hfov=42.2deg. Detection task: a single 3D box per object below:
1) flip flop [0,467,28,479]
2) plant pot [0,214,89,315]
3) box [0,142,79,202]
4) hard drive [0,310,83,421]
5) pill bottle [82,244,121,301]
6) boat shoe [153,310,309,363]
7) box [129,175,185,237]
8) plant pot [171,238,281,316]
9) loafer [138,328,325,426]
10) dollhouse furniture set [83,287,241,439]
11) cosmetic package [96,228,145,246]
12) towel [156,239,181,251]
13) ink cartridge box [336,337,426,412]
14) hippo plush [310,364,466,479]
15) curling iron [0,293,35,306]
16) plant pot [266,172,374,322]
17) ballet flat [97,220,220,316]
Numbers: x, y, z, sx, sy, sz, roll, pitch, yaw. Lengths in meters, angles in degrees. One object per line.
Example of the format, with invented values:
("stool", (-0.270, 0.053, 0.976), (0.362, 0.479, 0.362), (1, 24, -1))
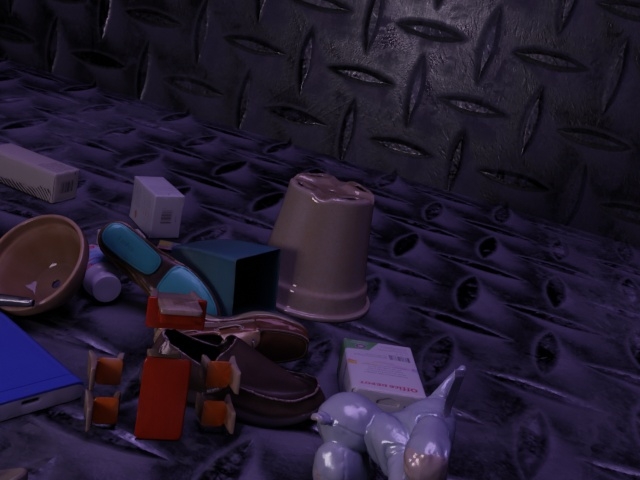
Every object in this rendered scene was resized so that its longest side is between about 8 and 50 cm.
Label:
("flip flop", (-0.564, 0.322, 1.192), (0.276, 0.080, 0.112), (10, 1, 0))
("plant pot", (-0.594, 0.071, 1.785), (0.237, 0.110, 0.238), (-8, 55, 11))
("box", (-0.861, -0.203, 2.464), (0.275, 0.094, 0.113), (20, 20, 21))
("hard drive", (-0.616, 0.222, 1.524), (0.318, 0.040, 0.210), (28, 24, 35))
("pill bottle", (-0.515, 0.078, 1.921), (0.087, 0.087, 0.160), (1, 22, -31))
("boat shoe", (-0.186, 0.222, 1.717), (0.323, 0.123, 0.120), (3, 26, -5))
("box", (-0.469, -0.097, 2.371), (0.091, 0.130, 0.170), (-1, 24, -33))
("plant pot", (-0.241, 0.082, 1.990), (0.234, 0.166, 0.165), (16, 18, 34))
("loafer", (-0.164, 0.256, 1.591), (0.365, 0.130, 0.134), (12, 19, -4))
("dollhouse furniture set", (-0.264, 0.222, 1.428), (0.261, 0.259, 0.135), (5, 11, -17))
("cosmetic package", (-0.530, -0.001, 2.199), (0.115, 0.041, 0.060), (-1, 24, -34))
("towel", (-0.406, 0.019, 2.274), (0.083, 0.010, 0.060), (12, 19, -6))
("ink cartridge box", (0.121, 0.298, 1.717), (0.154, 0.093, 0.212), (10, 18, -7))
("hippo plush", (0.096, 0.335, 1.360), (0.236, 0.295, 0.234), (9, -4, 13))
("curling iron", (-0.707, 0.111, 1.693), (0.273, 0.035, 0.068), (3, 16, 16))
("plant pot", (0.000, 0.000, 2.145), (0.333, 0.306, 0.334), (12, 19, -4))
("ballet flat", (-0.371, 0.091, 1.902), (0.342, 0.116, 0.124), (38, -21, 0))
